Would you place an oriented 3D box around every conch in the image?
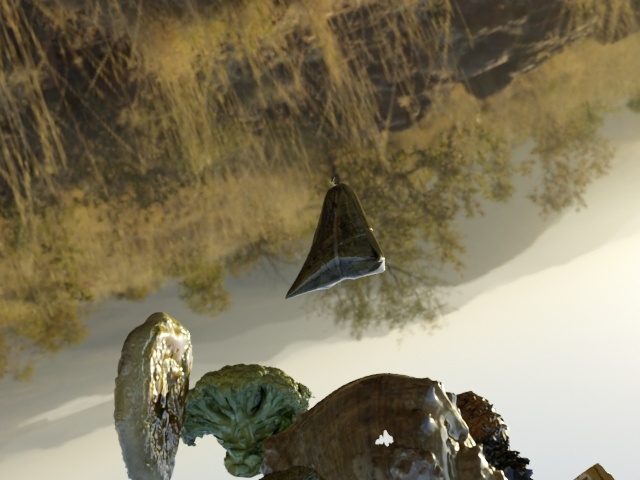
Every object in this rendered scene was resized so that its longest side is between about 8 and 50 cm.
[{"bbox_3d":[0.097,0.279,1.012,0.353,0.209,0.297,18,-149,11],"label":"conch"}]

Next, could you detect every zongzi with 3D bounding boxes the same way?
[{"bbox_3d":[-0.001,-0.003,1.443,0.205,0.204,0.094,-21,156,-1],"label":"zongzi"}]

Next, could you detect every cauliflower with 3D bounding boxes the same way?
[{"bbox_3d":[-0.158,0.401,1.639,0.272,0.250,0.275,13,146,-37],"label":"cauliflower"}]

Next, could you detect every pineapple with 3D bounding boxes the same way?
[{"bbox_3d":[0.364,0.445,1.590,0.158,0.157,0.279,-19,-155,-15],"label":"pineapple"}]

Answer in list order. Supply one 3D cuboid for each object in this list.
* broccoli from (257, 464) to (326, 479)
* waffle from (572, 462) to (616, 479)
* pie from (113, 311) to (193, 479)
[{"bbox_3d":[-0.037,0.314,0.821,0.130,0.120,0.131,-51,152,-13],"label":"broccoli"},{"bbox_3d":[0.408,0.420,1.139,0.042,0.102,0.148,-7,143,-34],"label":"waffle"},{"bbox_3d":[-0.302,0.298,1.374,0.075,0.337,0.337,0,173,6],"label":"pie"}]
